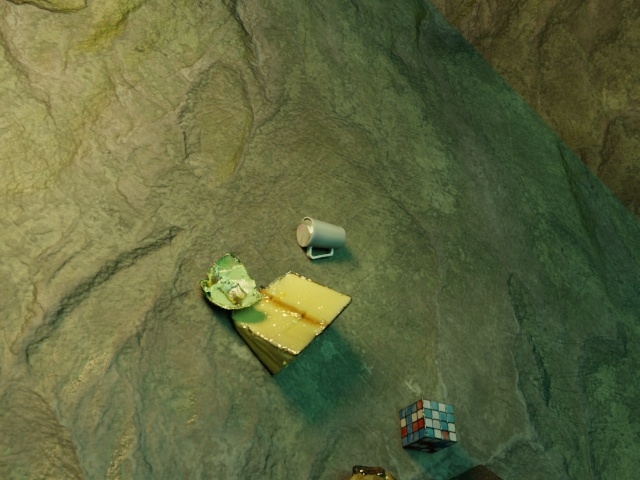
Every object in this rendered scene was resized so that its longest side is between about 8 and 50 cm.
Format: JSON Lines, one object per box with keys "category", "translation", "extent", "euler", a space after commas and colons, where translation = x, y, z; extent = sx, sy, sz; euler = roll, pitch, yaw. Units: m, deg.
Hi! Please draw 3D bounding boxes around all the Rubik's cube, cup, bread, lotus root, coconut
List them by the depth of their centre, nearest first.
{"category": "lotus root", "translation": [0.106, 0.556, 1.255], "extent": [0.138, 0.138, 0.214], "euler": [12, 54, -28]}
{"category": "coconut", "translation": [-0.201, 0.102, 1.404], "extent": [0.133, 0.055, 0.158], "euler": [-12, 47, -13]}
{"category": "bread", "translation": [-0.070, 0.154, 1.411], "extent": [0.178, 0.135, 0.240], "euler": [47, 47, 4]}
{"category": "Rubik's cube", "translation": [0.250, 0.432, 1.466], "extent": [0.092, 0.092, 0.092], "euler": [18, 50, -25]}
{"category": "cup", "translation": [0.000, 0.000, 1.628], "extent": [0.116, 0.074, 0.104], "euler": [12, 77, -34]}

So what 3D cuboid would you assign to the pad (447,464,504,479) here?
{"category": "pad", "translation": [0.409, 0.611, 1.363], "extent": [0.220, 0.004, 0.330], "euler": [-7, 22, -37]}
